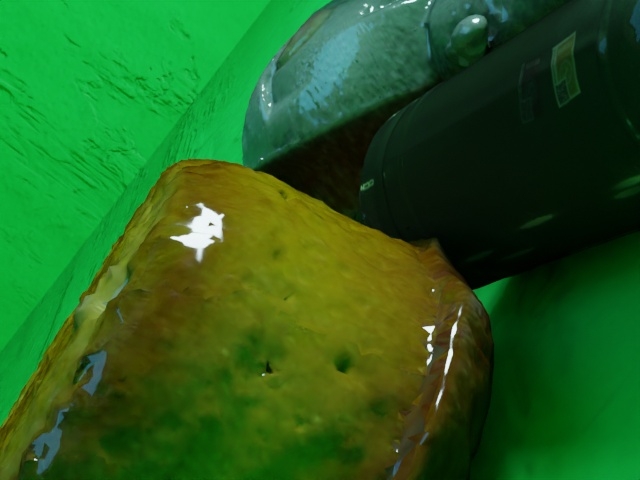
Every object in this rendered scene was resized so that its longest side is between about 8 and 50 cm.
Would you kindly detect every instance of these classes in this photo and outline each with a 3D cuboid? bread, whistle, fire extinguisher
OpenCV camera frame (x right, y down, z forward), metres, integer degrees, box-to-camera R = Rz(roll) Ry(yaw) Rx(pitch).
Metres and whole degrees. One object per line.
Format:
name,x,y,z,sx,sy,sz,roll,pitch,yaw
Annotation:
bread,-0.055,0.106,0.650,0.312,0.172,0.312,-53,11,16
whistle,0.076,-0.094,0.853,0.346,0.142,0.134,-26,65,45
fire extinguisher,0.115,-0.057,0.619,0.311,0.095,0.114,156,112,-66
